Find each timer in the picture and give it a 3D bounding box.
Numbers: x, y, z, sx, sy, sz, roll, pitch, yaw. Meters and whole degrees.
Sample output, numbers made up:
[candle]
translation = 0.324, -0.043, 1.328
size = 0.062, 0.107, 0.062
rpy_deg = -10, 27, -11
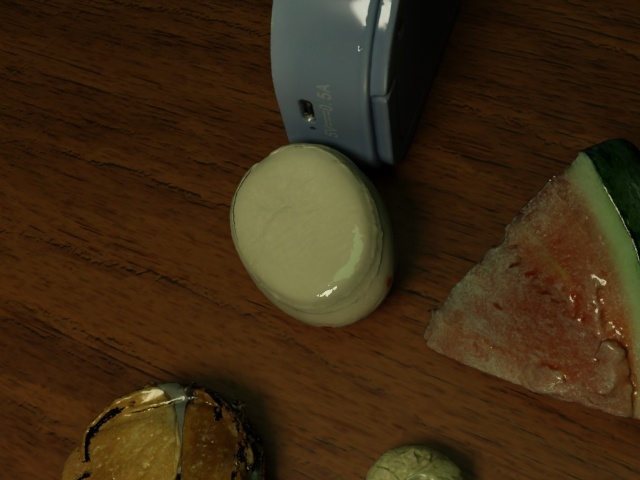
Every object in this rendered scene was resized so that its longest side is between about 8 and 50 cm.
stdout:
[timer]
translation = 0.052, -0.310, 0.996
size = 0.173, 0.395, 0.395
rpy_deg = 16, 67, 16

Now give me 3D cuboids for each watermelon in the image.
[watermelon]
translation = 0.286, 0.052, 0.905
size = 0.250, 0.292, 0.283
rpy_deg = -6, 83, -34

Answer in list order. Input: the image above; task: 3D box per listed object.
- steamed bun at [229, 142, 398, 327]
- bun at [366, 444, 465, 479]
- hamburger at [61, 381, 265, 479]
[steamed bun]
translation = 0.000, 0.000, 0.983
size = 0.177, 0.131, 0.228
rpy_deg = -37, 61, 4
[bun]
translation = 0.094, 0.264, 0.856
size = 0.115, 0.069, 0.115
rpy_deg = -6, 61, 12
[hamburger]
translation = -0.167, 0.261, 0.901
size = 0.231, 0.107, 0.231
rpy_deg = -8, 59, 13
